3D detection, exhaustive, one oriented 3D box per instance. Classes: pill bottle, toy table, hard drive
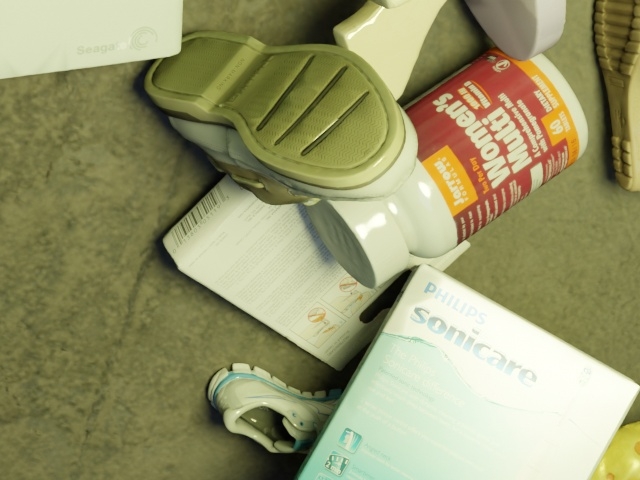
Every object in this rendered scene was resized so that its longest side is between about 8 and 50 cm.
[{"bbox_3d":[0.103,-0.061,1.296,0.221,0.121,0.121,-35,117,-15],"label":"pill bottle"},{"bbox_3d":[0.066,-0.238,1.188,0.160,0.252,0.274,-27,106,-13],"label":"toy table"},{"bbox_3d":[-0.198,-0.266,1.162,0.203,0.040,0.308,-10,130,-21],"label":"hard drive"}]

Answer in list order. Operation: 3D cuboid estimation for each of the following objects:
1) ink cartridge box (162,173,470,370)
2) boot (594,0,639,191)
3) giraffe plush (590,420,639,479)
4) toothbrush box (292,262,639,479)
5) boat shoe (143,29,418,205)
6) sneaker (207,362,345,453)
[{"bbox_3d":[0.000,0.000,1.397,0.181,0.056,0.224,-44,132,13],"label":"ink cartridge box"},{"bbox_3d":[0.348,-0.166,1.354,0.206,0.090,0.249,-13,116,-15],"label":"boot"},{"bbox_3d":[0.235,0.214,1.474,0.170,0.181,0.210,26,121,3],"label":"giraffe plush"},{"bbox_3d":[0.106,0.196,1.354,0.216,0.126,0.296,29,90,1],"label":"toothbrush box"},{"bbox_3d":[-0.019,-0.086,1.218,0.113,0.302,0.103,-46,128,-11],"label":"boat shoe"},{"bbox_3d":[-0.011,0.176,1.450,0.190,0.083,0.071,13,111,-16],"label":"sneaker"}]
